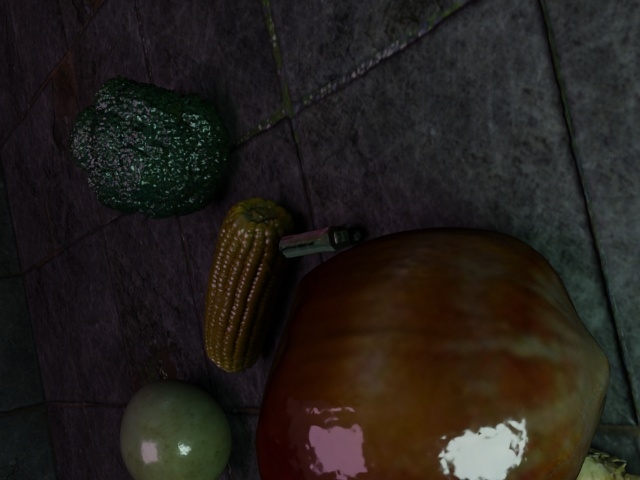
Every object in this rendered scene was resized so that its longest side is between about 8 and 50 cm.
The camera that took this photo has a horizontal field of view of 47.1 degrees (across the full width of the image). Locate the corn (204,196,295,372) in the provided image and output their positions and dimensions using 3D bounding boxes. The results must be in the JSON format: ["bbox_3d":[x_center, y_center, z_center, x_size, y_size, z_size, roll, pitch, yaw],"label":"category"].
[{"bbox_3d":[-0.132,0.087,1.272,0.131,0.131,0.344,46,133,39],"label":"corn"}]

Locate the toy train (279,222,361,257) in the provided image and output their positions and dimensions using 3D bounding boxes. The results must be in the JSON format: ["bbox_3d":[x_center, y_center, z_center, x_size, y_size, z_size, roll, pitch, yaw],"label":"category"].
[{"bbox_3d":[0.000,0.000,1.109,0.148,0.071,0.038,-11,89,55],"label":"toy train"}]

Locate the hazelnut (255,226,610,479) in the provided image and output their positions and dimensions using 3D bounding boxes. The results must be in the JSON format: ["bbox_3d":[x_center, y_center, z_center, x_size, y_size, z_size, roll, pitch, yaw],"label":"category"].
[{"bbox_3d":[0.107,0.158,0.785,0.366,0.366,0.365,17,112,52],"label":"hazelnut"}]

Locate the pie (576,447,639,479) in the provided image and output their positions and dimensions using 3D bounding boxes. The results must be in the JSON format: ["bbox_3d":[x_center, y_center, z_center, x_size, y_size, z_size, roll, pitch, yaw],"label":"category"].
[{"bbox_3d":[0.297,0.352,0.786,0.274,0.055,0.274,18,113,51],"label":"pie"}]

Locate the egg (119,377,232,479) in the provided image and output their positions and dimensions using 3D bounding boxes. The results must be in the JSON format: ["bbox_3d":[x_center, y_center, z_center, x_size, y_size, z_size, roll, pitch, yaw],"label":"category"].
[{"bbox_3d":[-0.303,0.392,1.506,0.295,0.218,0.218,41,130,54],"label":"egg"}]

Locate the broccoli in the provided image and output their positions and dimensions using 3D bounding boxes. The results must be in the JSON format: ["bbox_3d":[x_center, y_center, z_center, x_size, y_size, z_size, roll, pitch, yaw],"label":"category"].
[{"bbox_3d":[-0.304,-0.184,1.382,0.297,0.298,0.297,-81,9,-54],"label":"broccoli"}]
